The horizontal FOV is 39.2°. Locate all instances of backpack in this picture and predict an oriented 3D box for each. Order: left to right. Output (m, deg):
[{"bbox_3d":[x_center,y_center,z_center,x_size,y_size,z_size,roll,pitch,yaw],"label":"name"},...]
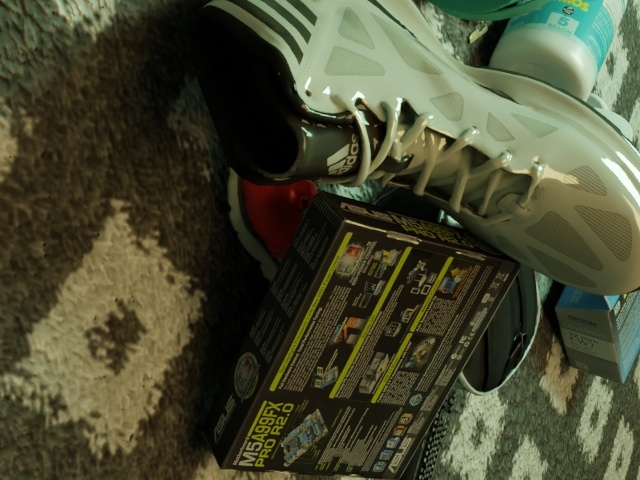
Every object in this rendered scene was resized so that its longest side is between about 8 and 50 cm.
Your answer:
[{"bbox_3d":[0.149,0.044,1.033,0.225,0.191,0.253,-36,114,-45],"label":"backpack"}]

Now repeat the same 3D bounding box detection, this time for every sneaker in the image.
[{"bbox_3d":[0.000,0.000,0.879,0.107,0.118,0.279,-52,135,-37],"label":"sneaker"},{"bbox_3d":[0.074,-0.060,0.751,0.257,0.447,0.169,-46,171,-47],"label":"sneaker"}]

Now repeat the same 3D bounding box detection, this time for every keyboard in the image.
[{"bbox_3d":[0.143,0.277,1.216,0.108,0.023,0.180,38,65,-50],"label":"keyboard"}]

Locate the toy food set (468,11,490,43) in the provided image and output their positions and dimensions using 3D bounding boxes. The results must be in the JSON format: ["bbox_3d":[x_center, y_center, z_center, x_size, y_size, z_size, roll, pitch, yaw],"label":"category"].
[{"bbox_3d":[0.211,-0.331,1.200,0.078,0.019,0.122,-42,128,-43],"label":"toy food set"}]

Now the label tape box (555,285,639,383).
[{"bbox_3d":[0.512,0.060,1.572,0.249,0.115,0.347,-58,144,-21],"label":"label tape box"}]

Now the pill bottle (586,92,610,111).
[{"bbox_3d":[0.442,-0.147,1.476,0.208,0.117,0.117,35,68,-51],"label":"pill bottle"}]

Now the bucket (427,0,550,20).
[{"bbox_3d":[0.199,-0.382,0.967,0.183,0.281,0.281,-31,121,-38],"label":"bucket"}]

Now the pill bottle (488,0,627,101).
[{"bbox_3d":[0.350,-0.313,1.292,0.264,0.146,0.146,-61,140,-28],"label":"pill bottle"}]

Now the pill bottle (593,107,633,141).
[{"bbox_3d":[0.386,-0.069,1.338,0.136,0.136,0.245,-50,152,-37],"label":"pill bottle"}]

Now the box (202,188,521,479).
[{"bbox_3d":[0.039,0.102,0.851,0.216,0.060,0.270,13,113,-33],"label":"box"}]
